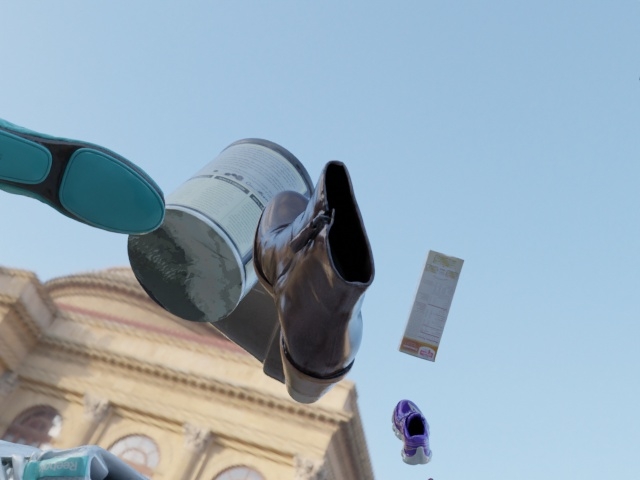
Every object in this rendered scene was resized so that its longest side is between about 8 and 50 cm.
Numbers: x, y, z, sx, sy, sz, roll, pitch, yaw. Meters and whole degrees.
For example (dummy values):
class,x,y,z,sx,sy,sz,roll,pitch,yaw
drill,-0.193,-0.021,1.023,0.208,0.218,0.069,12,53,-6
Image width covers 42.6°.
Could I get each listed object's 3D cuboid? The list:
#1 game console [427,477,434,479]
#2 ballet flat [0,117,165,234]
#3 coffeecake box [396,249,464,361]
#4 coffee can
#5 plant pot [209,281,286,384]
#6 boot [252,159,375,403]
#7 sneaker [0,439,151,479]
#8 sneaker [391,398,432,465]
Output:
class,x,y,z,sx,sy,sz,roll,pitch,yaw
game console,0.162,0.417,1.105,0.085,0.144,0.124,-34,-77,3
ballet flat,-0.277,-0.075,0.848,0.247,0.083,0.087,20,5,-33
coffeecake box,0.196,0.120,1.476,0.068,0.185,0.142,17,-5,5
coffee can,-0.153,-0.024,1.337,0.202,0.275,0.201,12,-57,20
plant pot,-0.121,0.141,1.727,0.229,0.263,0.263,22,-36,6
boot,0.000,0.000,0.730,0.090,0.248,0.206,2,-40,-13
sneaker,-0.165,0.143,0.474,0.212,0.080,0.094,19,-44,-19
sneaker,0.167,0.323,1.444,0.068,0.170,0.071,-1,-71,-5
